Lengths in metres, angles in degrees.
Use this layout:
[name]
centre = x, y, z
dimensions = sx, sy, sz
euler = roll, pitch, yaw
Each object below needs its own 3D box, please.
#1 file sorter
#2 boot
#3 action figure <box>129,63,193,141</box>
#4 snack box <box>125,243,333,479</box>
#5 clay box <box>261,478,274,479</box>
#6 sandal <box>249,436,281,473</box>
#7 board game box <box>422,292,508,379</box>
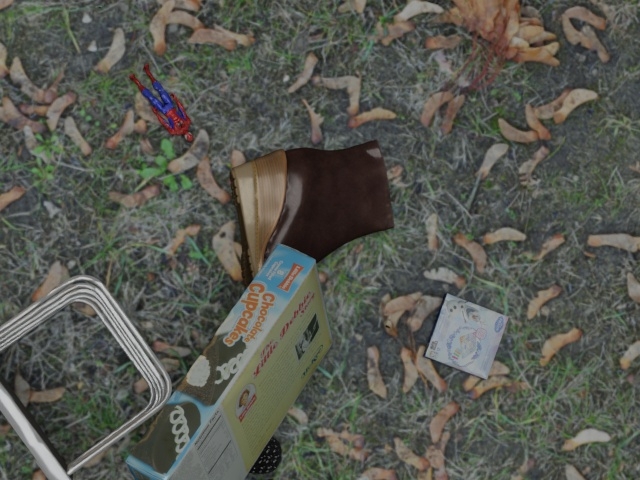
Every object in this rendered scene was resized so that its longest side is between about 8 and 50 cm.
[file sorter]
centre = -0.296, 0.165, 1.629
dimensions = 0.173, 0.278, 0.193
euler = -36, 90, -13
[boot]
centre = 0.000, 0.000, 1.774
dimensions = 0.207, 0.090, 0.248
euler = -9, 93, -14
[action figure]
centre = -0.204, -0.176, 1.796
dimensions = 0.038, 0.030, 0.115
euler = -38, 92, -14
[snack box]
centre = -0.096, 0.181, 1.606
dimensions = 0.060, 0.187, 0.322
euler = 23, 61, 22
[clay box]
centre = -0.160, 0.336, 1.701
dimensions = 0.222, 0.127, 0.053
euler = -4, 85, -8
[sandal]
centre = -0.139, 0.269, 1.760
dimensions = 0.179, 0.040, 0.067
euler = 10, 89, -21
[board game box]
centre = 0.193, 0.128, 1.819
dimensions = 0.090, 0.020, 0.090
euler = 21, 82, -4
